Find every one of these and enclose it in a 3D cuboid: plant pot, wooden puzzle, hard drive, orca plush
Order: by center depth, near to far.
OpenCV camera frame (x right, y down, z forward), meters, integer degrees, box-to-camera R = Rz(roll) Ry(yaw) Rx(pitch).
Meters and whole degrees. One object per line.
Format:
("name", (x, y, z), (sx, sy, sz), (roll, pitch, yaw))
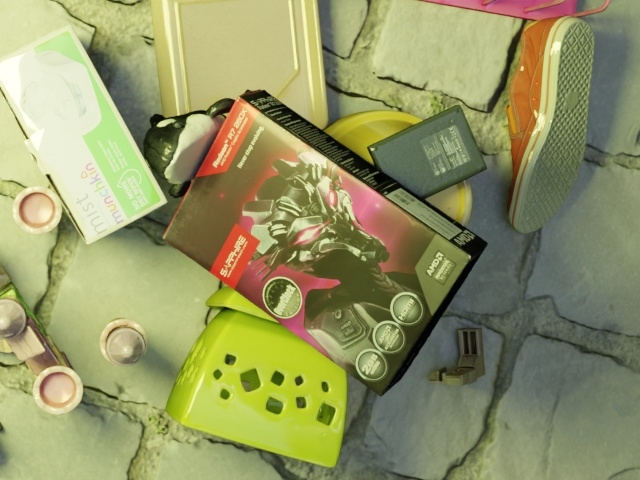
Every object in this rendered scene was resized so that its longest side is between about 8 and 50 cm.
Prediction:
("hard drive", (0.140, -0.108, 1.695), (0.135, 0.022, 0.094), (-25, 98, -9))
("orca plush", (-0.173, -0.157, 1.729), (0.102, 0.287, 0.151), (34, 126, 9))
("plant pot", (-0.076, 0.182, 1.819), (0.227, 0.228, 0.207), (17, 83, -12))
("plant pot", (0.102, -0.062, 1.825), (0.254, 0.239, 0.254), (-1, 93, -11))
("wooden puzzle", (-0.116, -0.257, 1.870), (0.238, 0.044, 0.221), (-6, 96, -6))

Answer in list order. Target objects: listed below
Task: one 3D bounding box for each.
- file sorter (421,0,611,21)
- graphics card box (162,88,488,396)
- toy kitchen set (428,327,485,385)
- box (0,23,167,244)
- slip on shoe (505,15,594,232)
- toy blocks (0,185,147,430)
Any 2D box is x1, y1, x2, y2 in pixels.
("file sorter", (0.272, -0.439, 1.859), (0.290, 0.182, 0.202), (8, 92, -12))
("graphics card box", (0.000, 0.000, 1.672), (0.371, 0.094, 0.233), (36, 111, 11))
("toy kitchen set", (0.199, 0.176, 1.951), (0.068, 0.083, 0.075), (-2, 96, 30))
("box", (-0.327, -0.141, 1.736), (0.127, 0.231, 0.262), (-29, 98, -8))
("slip on shoe", (0.330, -0.174, 1.939), (0.123, 0.101, 0.331), (-7, 109, -39))
("toy blocks", (-0.420, 0.119, 1.722), (0.309, 0.260, 0.288), (-33, 100, -7))
